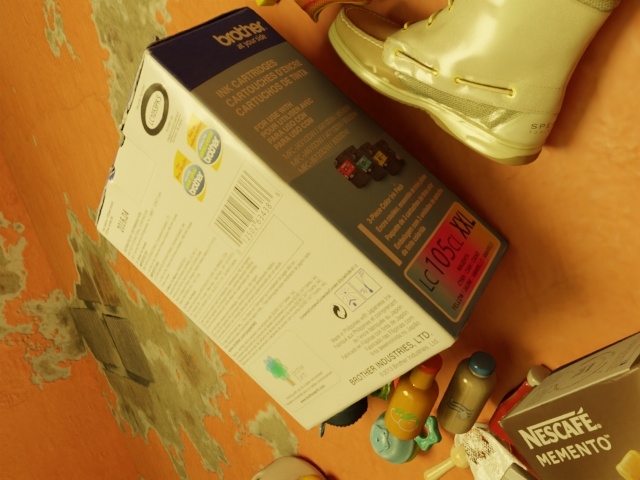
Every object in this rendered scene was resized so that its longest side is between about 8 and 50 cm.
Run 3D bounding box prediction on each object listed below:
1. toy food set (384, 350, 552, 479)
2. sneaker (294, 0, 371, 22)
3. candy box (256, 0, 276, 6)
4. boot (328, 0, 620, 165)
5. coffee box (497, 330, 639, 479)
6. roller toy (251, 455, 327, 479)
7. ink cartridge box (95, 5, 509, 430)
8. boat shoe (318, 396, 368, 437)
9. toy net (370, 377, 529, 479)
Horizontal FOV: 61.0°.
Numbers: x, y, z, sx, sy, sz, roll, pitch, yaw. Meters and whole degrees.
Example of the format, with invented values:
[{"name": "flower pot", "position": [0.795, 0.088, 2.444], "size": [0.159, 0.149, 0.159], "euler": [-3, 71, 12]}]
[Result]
[{"name": "toy food set", "position": [0.183, 0.183, 0.497], "size": [0.232, 0.111, 0.105], "euler": [34, 133, 27]}, {"name": "sneaker", "position": [0.044, -0.249, 0.473], "size": [0.175, 0.064, 0.067], "euler": [-6, 142, 47]}, {"name": "candy box", "position": [-0.027, -0.333, 0.528], "size": [0.206, 0.027, 0.105], "euler": [-23, 88, 55]}, {"name": "boot", "position": [0.106, -0.177, 0.409], "size": [0.213, 0.077, 0.165], "euler": [40, 139, 23]}, {"name": "coffee box", "position": [0.264, 0.126, 0.367], "size": [0.141, 0.098, 0.246], "euler": [55, 143, 13]}, {"name": "roller toy", "position": [-0.057, 0.490, 0.959], "size": [0.191, 0.146, 0.210], "euler": [10, 113, 39]}, {"name": "ink cartridge box", "position": [-0.062, -0.027, 0.548], "size": [0.395, 0.151, 0.270], "euler": [42, 137, 0]}, {"name": "boat shoe", "position": [-0.002, 0.209, 0.780], "size": [0.258, 0.109, 0.089], "euler": [15, 130, 67]}, {"name": "toy net", "position": [0.144, 0.223, 0.637], "size": [0.232, 0.045, 0.122], "euler": [-2, 82, 50]}]
